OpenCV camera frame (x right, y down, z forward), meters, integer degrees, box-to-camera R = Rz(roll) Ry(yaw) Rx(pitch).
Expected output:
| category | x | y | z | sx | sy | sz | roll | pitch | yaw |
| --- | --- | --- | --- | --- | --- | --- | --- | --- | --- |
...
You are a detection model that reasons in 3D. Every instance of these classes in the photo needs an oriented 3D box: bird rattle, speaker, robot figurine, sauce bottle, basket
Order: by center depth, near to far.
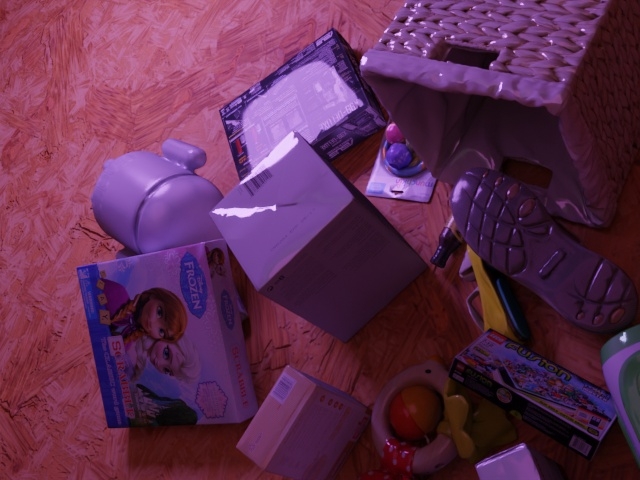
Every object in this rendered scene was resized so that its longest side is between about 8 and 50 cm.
| category | x | y | z | sx | sy | sz | roll | pitch | yaw |
| --- | --- | --- | --- | --- | --- | --- | --- | --- | --- |
| speaker | 0.445 | 0.248 | 0.888 | 0.131 | 0.131 | 0.296 | -28 | 55 | 20 |
| bird rattle | 0.152 | 0.287 | 1.098 | 0.253 | 0.143 | 0.207 | -46 | 37 | 22 |
| basket | 0.301 | -0.233 | 1.105 | 0.328 | 0.331 | 0.266 | 22 | 75 | 39 |
| sauce bottle | 0.222 | -0.014 | 1.224 | 0.042 | 0.042 | 0.128 | 25 | 85 | 39 |
| robot figurine | -0.322 | -0.058 | 1.505 | 0.353 | 0.200 | 0.300 | 26 | 99 | 40 |

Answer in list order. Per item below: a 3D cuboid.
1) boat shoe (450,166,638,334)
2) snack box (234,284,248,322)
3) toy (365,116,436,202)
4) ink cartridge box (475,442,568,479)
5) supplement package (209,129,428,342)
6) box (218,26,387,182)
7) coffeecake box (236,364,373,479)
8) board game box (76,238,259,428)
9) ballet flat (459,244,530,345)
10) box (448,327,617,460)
| category | x | y | z | sx | sy | sz | roll | pitch | yaw |
| --- | --- | --- | --- | --- | --- | --- | --- | --- | --- |
| boat shoe | 0.316 | 0.019 | 1.080 | 0.123 | 0.116 | 0.324 | -46 | 61 | 11 |
| snack box | -0.207 | 0.120 | 1.444 | 0.100 | 0.037 | 0.141 | -38 | 52 | 10 |
| toy | 0.161 | -0.193 | 1.344 | 0.137 | 0.056 | 0.237 | 9 | 73 | 38 |
| ink cartridge box | 0.272 | 0.337 | 0.925 | 0.072 | 0.175 | 0.127 | -29 | 54 | 18 |
| supplement package | 0.000 | 0.000 | 1.219 | 0.199 | 0.263 | 0.198 | -44 | 50 | 7 |
| box | -0.044 | -0.249 | 1.496 | 0.307 | 0.076 | 0.242 | -33 | 53 | 17 |
| coffeecake box | -0.018 | 0.288 | 1.137 | 0.068 | 0.185 | 0.142 | 28 | 84 | 39 |
| board game box | -0.285 | 0.177 | 1.358 | 0.318 | 0.066 | 0.318 | -11 | 91 | 29 |
| ballet flat | 0.255 | 0.063 | 1.146 | 0.077 | 0.077 | 0.231 | -31 | 54 | 34 |
| box | 0.289 | 0.200 | 1.000 | 0.207 | 0.114 | 0.036 | 28 | 122 | 27 |
